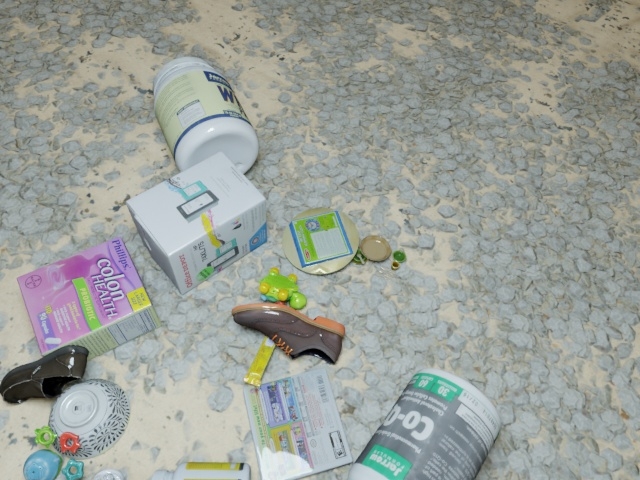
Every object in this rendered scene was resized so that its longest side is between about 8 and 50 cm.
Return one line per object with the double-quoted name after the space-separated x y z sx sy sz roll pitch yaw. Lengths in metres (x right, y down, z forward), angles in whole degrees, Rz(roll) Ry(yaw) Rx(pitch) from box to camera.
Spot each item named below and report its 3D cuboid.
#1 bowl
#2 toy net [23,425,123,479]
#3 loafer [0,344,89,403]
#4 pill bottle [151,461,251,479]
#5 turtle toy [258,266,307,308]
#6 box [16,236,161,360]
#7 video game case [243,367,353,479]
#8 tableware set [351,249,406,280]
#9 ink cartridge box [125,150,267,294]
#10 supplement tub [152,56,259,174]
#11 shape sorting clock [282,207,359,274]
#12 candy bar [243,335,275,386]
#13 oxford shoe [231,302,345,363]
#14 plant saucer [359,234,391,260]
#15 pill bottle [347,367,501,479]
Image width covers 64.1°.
-0.494 0.361 1.068 0.170 0.080 0.170 2 57 -3 "bowl"
-0.470 0.456 1.015 0.232 0.045 0.122 21 79 0 "toy net"
-0.580 0.293 1.062 0.220 0.080 0.078 -30 55 14 "loafer"
-0.230 0.486 0.992 0.184 0.103 0.103 2 56 -3 "pill bottle"
-0.094 0.127 1.262 0.130 0.066 0.095 21 34 6 "turtle toy"
-0.532 0.144 1.187 0.243 0.117 0.213 -24 61 -19 "box"
-0.053 0.401 1.111 0.193 0.023 0.212 -12 59 -12 "video game case"
0.146 0.037 1.368 0.154 0.024 0.104 26 58 13 "tableware set"
-0.300 -0.044 1.282 0.270 0.198 0.197 -34 66 -23 "ink cartridge box"
-0.335 -0.341 1.453 0.235 0.235 0.324 -20 61 -17 "supplement tub"
0.000 0.000 1.370 0.206 0.040 0.206 1 58 -1 "shape sorting clock"
-0.129 0.263 1.186 0.040 0.018 0.161 20 48 5 "candy bar"
-0.076 0.213 1.173 0.271 0.097 0.098 14 61 -7 "oxford shoe"
0.144 0.023 1.355 0.083 0.015 0.083 3 53 -5 "plant saucer"
0.182 0.446 0.991 0.204 0.204 0.361 34 60 17 "pill bottle"
